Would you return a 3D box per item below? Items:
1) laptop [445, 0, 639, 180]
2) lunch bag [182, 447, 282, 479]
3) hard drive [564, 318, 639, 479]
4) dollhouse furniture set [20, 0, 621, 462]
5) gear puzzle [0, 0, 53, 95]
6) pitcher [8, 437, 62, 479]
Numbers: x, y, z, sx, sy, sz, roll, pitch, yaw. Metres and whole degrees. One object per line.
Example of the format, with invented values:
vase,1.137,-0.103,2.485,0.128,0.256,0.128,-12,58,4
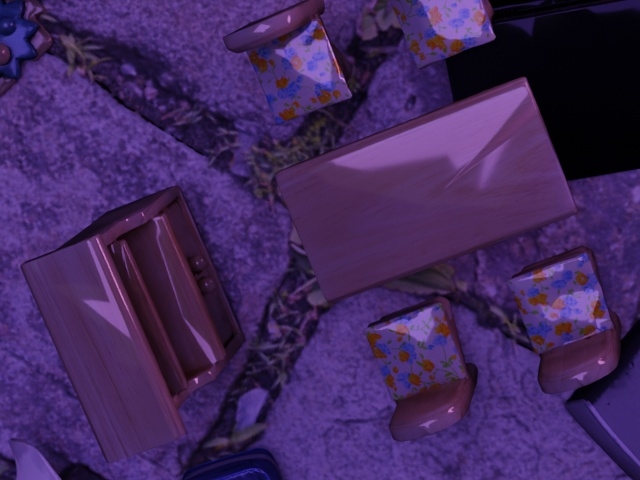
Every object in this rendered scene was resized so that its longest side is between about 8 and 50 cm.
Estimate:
laptop,0.222,-0.202,1.701,0.234,0.136,0.264,-10,61,7
lunch bag,-0.079,0.227,1.705,0.098,0.065,0.067,-16,101,6
hard drive,0.351,0.168,1.648,0.255,0.054,0.172,42,94,7
dollhouse furniture set,0.000,0.000,1.569,0.394,0.256,0.362,-21,99,14
gear puzzle,-0.407,-0.250,1.778,0.175,0.044,0.339,-44,83,5
pitcher,-0.247,0.303,1.708,0.178,0.125,0.207,31,81,-7
